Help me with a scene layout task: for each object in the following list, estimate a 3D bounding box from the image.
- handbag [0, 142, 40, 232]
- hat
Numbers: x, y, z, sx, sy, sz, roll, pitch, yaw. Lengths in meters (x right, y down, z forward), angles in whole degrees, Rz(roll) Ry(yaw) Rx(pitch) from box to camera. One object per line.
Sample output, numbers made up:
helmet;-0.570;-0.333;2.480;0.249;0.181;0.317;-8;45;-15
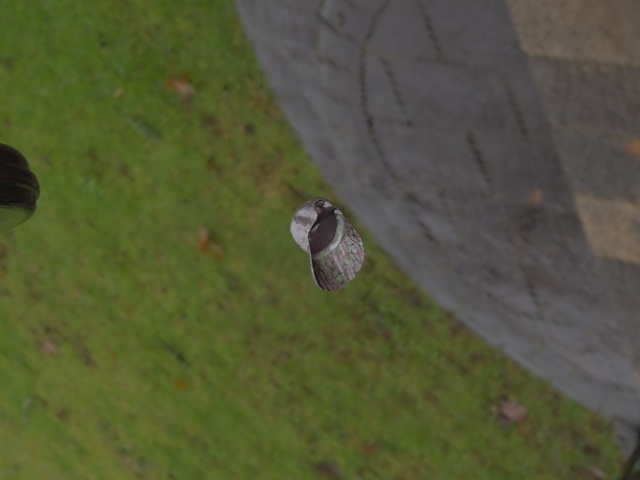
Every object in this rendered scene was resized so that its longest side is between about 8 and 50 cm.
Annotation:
handbag;-0.508;-0.051;2.105;0.308;0.254;0.093;-17;78;30
hat;0.000;0.002;1.442;0.042;0.058;0.087;20;140;53
